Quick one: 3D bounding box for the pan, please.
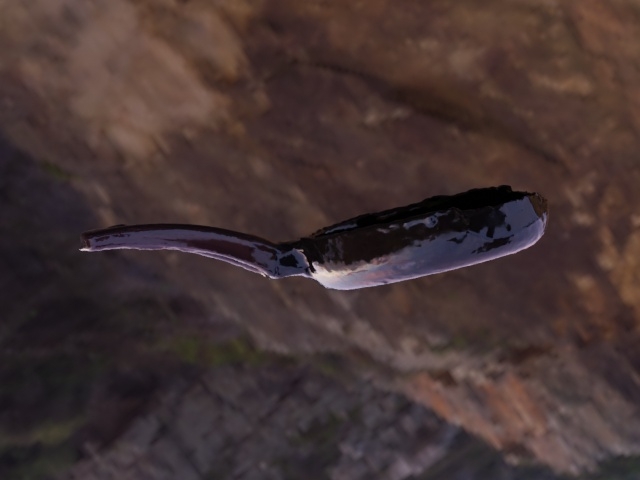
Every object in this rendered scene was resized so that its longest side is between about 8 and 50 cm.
[{"bbox_3d":[0.000,0.003,0.759,0.212,0.040,0.115,-6,-179,-14],"label":"pan"}]
